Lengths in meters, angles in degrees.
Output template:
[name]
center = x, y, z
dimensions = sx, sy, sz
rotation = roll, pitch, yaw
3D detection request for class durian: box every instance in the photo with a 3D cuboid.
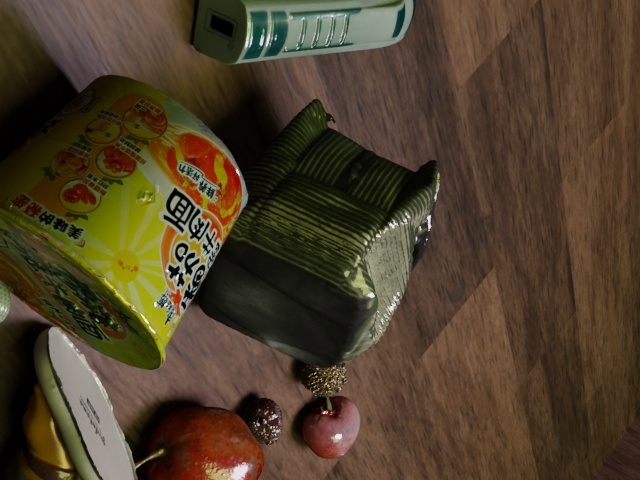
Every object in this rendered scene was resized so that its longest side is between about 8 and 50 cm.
[durian]
center = 0.001, 0.210, 1.615
dimensions = 0.080, 0.091, 0.080
rotation = -51, -175, 6

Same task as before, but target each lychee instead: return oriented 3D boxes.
[lychee]
center = -0.086, 0.276, 1.546
dimensions = 0.067, 0.068, 0.083
rotation = -52, 170, -21

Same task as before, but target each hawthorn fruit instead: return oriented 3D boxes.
[hawthorn fruit]
center = -0.179, 0.298, 1.388
dimensions = 0.203, 0.163, 0.162
rotation = 36, 83, -40

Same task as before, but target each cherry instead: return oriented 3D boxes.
[cherry]
center = 0.023, 0.316, 1.704
dimensions = 0.106, 0.087, 0.126
rotation = -48, 142, -13

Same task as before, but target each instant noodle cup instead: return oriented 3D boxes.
[instant noodle cup]
center = -0.208, -0.026, 1.015
dimensions = 0.200, 0.264, 0.264
rotation = -55, 147, -24

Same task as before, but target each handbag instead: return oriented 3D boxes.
[handbag]
center = 0.000, 0.000, 1.268
dimensions = 0.240, 0.247, 0.340
rotation = -61, 176, -25

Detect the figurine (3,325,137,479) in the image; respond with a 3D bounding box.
[figurine]
center = -0.326, 0.230, 1.188
dimensions = 0.141, 0.166, 0.250
rotation = -20, 110, 1

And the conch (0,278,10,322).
[conch]
center = -0.359, 0.056, 1.031
dimensions = 0.085, 0.076, 0.056
rotation = 45, 33, -31

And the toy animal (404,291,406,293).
[toy animal]
center = 0.068, 0.017, 1.568
dimensions = 0.217, 0.073, 0.176
rotation = -26, 118, -47

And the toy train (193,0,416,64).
[toy train]
center = 0.020, -0.282, 1.268
dimensions = 0.407, 0.088, 0.086
rotation = -18, 127, -47
